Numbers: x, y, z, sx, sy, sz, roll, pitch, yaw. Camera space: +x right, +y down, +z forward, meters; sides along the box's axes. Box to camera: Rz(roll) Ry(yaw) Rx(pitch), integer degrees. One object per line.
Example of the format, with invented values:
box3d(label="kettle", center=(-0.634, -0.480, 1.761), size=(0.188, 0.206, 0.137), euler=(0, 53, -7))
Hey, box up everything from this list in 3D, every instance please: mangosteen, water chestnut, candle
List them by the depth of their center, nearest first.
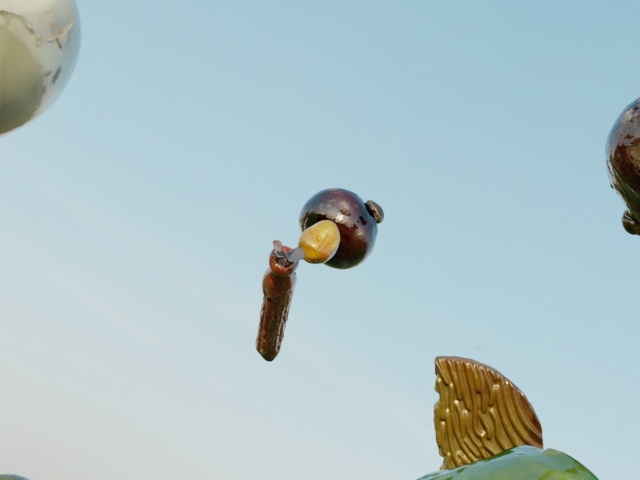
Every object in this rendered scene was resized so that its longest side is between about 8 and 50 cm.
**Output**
box3d(label="water chestnut", center=(0.486, -0.110, 1.590), size=(0.224, 0.223, 0.238), euler=(29, -55, -12))
box3d(label="candle", center=(-0.067, 0.092, 1.816), size=(0.048, 0.051, 0.329), euler=(-6, -30, -12))
box3d(label="mangosteen", center=(0.039, -0.025, 2.111), size=(0.152, 0.152, 0.152), euler=(23, -19, 8))

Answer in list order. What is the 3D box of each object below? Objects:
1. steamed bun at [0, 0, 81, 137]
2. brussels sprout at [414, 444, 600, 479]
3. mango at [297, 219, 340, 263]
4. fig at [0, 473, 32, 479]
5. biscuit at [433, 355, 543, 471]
box3d(label="steamed bun", center=(-0.490, -0.263, 1.705), size=(0.309, 0.309, 0.309), euler=(23, -19, 8))
box3d(label="brussels sprout", center=(0.192, 0.346, 1.231), size=(0.276, 0.315, 0.371), euler=(57, 4, 14))
box3d(label="mango", center=(0.000, 0.000, 1.876), size=(0.060, 0.089, 0.046), euler=(37, -39, -5))
box3d(label="fig", center=(-0.406, 0.398, 1.576), size=(0.133, 0.185, 0.126), euler=(9, 14, 22))
box3d(label="biscuit", center=(0.202, 0.257, 1.591), size=(0.228, 0.176, 0.031), euler=(50, 15, -4))
